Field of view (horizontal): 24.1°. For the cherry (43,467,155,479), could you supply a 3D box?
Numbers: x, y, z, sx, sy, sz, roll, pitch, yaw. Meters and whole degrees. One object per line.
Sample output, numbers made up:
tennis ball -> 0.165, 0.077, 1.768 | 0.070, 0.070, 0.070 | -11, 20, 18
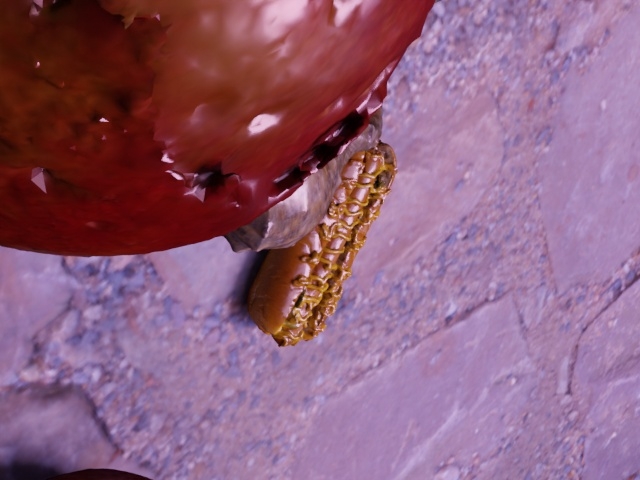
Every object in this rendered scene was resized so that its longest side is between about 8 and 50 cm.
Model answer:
cherry -> -0.128, 0.272, 0.978 | 0.206, 0.239, 0.239 | -27, 132, -35

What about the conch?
conch -> -0.025, -0.082, 0.929 | 0.207, 0.130, 0.155 | -30, 128, -36

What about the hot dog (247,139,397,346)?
hot dog -> 0.000, 0.000, 1.075 | 0.071, 0.045, 0.165 | 15, 103, -51

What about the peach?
peach -> -0.120, -0.166, 0.684 | 0.339, 0.353, 0.416 | -16, 167, -31

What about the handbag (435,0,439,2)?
handbag -> 0.133, -0.349, 0.892 | 0.416, 0.180, 0.317 | -31, 127, -25
